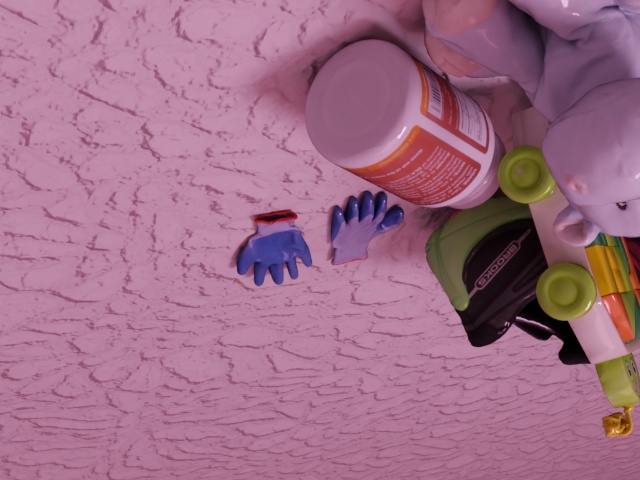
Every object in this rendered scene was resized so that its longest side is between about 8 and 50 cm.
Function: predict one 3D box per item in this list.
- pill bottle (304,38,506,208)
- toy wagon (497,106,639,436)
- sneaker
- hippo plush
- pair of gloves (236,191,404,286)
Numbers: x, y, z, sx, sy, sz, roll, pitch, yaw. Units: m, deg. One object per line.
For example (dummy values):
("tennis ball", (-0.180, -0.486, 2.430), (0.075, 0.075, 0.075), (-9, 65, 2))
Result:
("pill bottle", (0.091, -0.100, 1.160), (0.121, 0.121, 0.216), (-30, 151, 24))
("toy wagon", (0.279, 0.030, 1.258), (0.068, 0.344, 0.267), (-20, 171, 21))
("sneaker", (0.351, 0.056, 1.515), (0.483, 0.202, 0.185), (-3, 160, -24))
("hippo plush", (0.213, -0.115, 1.032), (0.234, 0.236, 0.294), (-10, 163, 13))
("pair of gloves", (0.000, 0.000, 1.414), (0.198, 0.023, 0.159), (-11, 153, -11))
